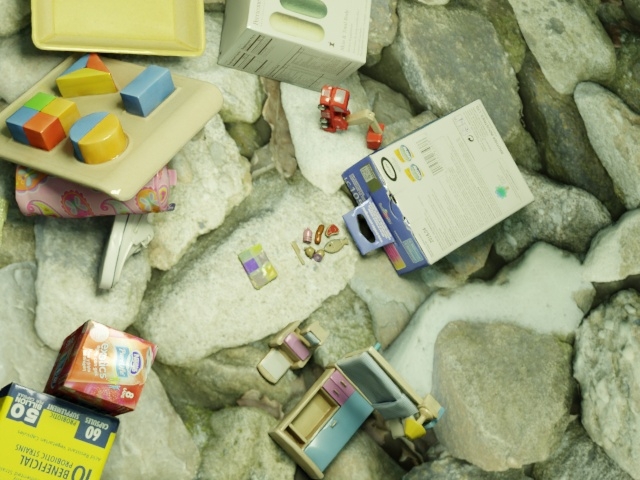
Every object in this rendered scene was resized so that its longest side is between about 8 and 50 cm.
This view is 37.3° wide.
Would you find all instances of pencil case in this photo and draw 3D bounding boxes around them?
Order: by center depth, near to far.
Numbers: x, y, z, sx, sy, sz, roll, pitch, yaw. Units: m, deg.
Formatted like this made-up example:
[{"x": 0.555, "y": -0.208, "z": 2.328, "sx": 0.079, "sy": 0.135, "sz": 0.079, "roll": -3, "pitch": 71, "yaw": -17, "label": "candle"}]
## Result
[{"x": -0.414, "y": -0.105, "z": 1.746, "sx": 0.284, "sy": 0.124, "sz": 0.124, "roll": -3, "pitch": 78, "yaw": 3, "label": "pencil case"}]

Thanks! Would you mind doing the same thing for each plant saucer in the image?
[{"x": -0.402, "y": -0.519, "z": 1.858, "sx": 0.333, "sy": 0.081, "sz": 0.332, "roll": -1, "pitch": 84, "yaw": -23, "label": "plant saucer"}]

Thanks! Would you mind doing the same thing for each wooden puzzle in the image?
[{"x": -0.404, "y": -0.239, "z": 1.733, "sx": 0.348, "sy": 0.080, "sz": 0.322, "roll": 21, "pitch": 52, "yaw": 24, "label": "wooden puzzle"}]

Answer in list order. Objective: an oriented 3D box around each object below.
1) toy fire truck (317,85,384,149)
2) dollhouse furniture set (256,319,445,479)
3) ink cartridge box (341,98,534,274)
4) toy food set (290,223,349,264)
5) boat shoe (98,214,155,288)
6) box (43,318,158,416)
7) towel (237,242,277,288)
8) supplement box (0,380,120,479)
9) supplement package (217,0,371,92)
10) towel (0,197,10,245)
[{"x": 0.068, "y": -0.265, "z": 2.045, "sx": 0.135, "sy": 0.192, "sz": 0.047, "roll": 9, "pitch": 71, "yaw": 7, "label": "toy fire truck"}, {"x": 0.030, "y": 0.303, "z": 1.806, "sx": 0.286, "sy": 0.303, "sz": 0.198, "roll": 47, "pitch": 63, "yaw": -8, "label": "dollhouse furniture set"}, {"x": 0.237, "y": -0.107, "z": 2.078, "sx": 0.395, "sy": 0.151, "sz": 0.270, "roll": -29, "pitch": 91, "yaw": -28, "label": "ink cartridge box"}, {"x": 0.000, "y": 0.000, "z": 2.019, "sx": 0.122, "sy": 0.019, "sz": 0.078, "roll": -29, "pitch": 91, "yaw": -27, "label": "toy food set"}, {"x": -0.359, "y": -0.023, "z": 1.820, "sx": 0.084, "sy": 0.095, "sz": 0.258, "roll": 18, "pitch": 72, "yaw": -15, "label": "boat shoe"}, {"x": -0.391, "y": 0.231, "z": 1.656, "sx": 0.128, "sy": 0.257, "sz": 0.122, "roll": 24, "pitch": 68, "yaw": -18, "label": "box"}, {"x": -0.129, "y": 0.053, "z": 1.954, "sx": 0.060, "sy": 0.009, "sz": 0.083, "roll": -28, "pitch": 91, "yaw": -26, "label": "towel"}, {"x": -0.505, "y": 0.441, "z": 1.591, "sx": 0.194, "sy": 0.195, "sz": 0.356, "roll": 24, "pitch": 70, "yaw": -18, "label": "supplement box"}, {"x": -0.054, "y": -0.462, "z": 1.999, "sx": 0.263, "sy": 0.198, "sz": 0.199, "roll": 12, "pitch": 74, "yaw": -22, "label": "supplement package"}, {"x": -0.651, "y": -0.045, "z": 1.730, "sx": 0.148, "sy": 0.027, "sz": 0.110, "roll": 14, "pitch": 72, "yaw": -20, "label": "towel"}]
